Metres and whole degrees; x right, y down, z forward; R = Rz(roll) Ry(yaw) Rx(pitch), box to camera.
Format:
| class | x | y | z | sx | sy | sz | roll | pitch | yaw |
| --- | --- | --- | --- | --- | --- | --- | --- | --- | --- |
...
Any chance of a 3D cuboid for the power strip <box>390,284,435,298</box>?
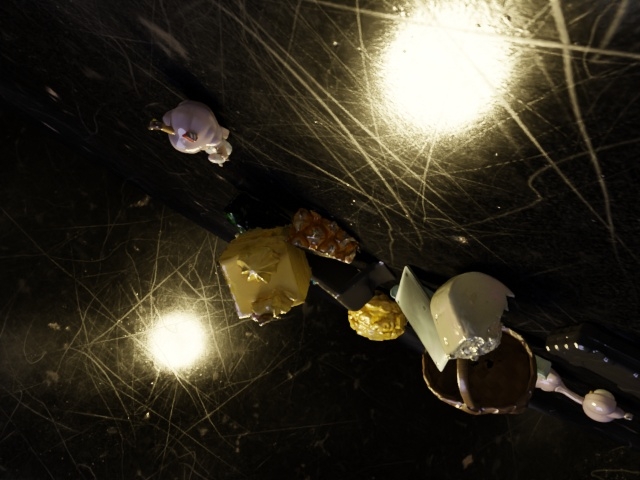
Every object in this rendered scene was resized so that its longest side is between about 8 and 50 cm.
| class | x | y | z | sx | sy | sz | roll | pitch | yaw |
| --- | --- | --- | --- | --- | --- | --- | --- | --- | --- |
| power strip | 0.338 | 0.196 | 1.581 | 0.167 | 0.054 | 0.253 | 28 | 170 | -5 |

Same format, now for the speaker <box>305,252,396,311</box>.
| class | x | y | z | sx | sy | sz | roll | pitch | yaw |
| --- | --- | --- | --- | --- | --- | --- | --- | --- | --- |
| speaker | 0.048 | 0.084 | 1.646 | 0.388 | 0.184 | 0.180 | 34 | 173 | 37 |

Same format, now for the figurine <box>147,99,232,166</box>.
| class | x | y | z | sx | sy | sz | roll | pitch | yaw |
| --- | --- | --- | --- | --- | --- | --- | --- | --- | --- |
| figurine | -0.262 | -0.235 | 1.025 | 0.137 | 0.112 | 0.229 | 34 | -176 | 18 |

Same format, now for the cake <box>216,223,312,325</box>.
| class | x | y | z | sx | sy | sz | roll | pitch | yaw |
| --- | --- | --- | --- | --- | --- | --- | --- | --- | --- |
| cake | -0.169 | 0.098 | 1.429 | 0.286 | 0.222 | 0.228 | -73 | -33 | -67 |

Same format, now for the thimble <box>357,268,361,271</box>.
| class | x | y | z | sx | sy | sz | roll | pitch | yaw |
| --- | --- | --- | --- | --- | --- | --- | --- | --- | --- |
| thimble | 0.139 | 0.169 | 1.826 | 0.115 | 0.102 | 0.090 | 28 | 172 | 46 |

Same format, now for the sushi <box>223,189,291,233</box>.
| class | x | y | z | sx | sy | sz | roll | pitch | yaw |
| --- | --- | --- | --- | --- | --- | --- | --- | --- | --- |
| sushi | -0.216 | -0.068 | 1.598 | 0.225 | 0.127 | 0.124 | 34 | 170 | -17 |

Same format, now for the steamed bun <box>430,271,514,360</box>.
| class | x | y | z | sx | sy | sz | roll | pitch | yaw |
| --- | --- | --- | --- | --- | --- | --- | --- | --- | --- |
| steamed bun | 0.369 | 0.177 | 1.107 | 0.170 | 0.200 | 0.225 | -11 | 165 | -3 |

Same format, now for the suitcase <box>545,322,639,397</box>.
| class | x | y | z | sx | sy | sz | roll | pitch | yaw |
| --- | --- | --- | --- | --- | --- | --- | --- | --- | --- |
| suitcase | 0.683 | 0.284 | 1.071 | 0.285 | 0.066 | 0.206 | 27 | 169 | 11 |

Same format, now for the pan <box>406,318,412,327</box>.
| class | x | y | z | sx | sy | sz | roll | pitch | yaw |
| --- | --- | --- | --- | --- | --- | --- | --- | --- | --- |
| pan | 0.449 | 0.334 | 1.925 | 0.211 | 0.040 | 0.115 | 14 | 146 | -16 |

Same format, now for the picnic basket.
| class | x | y | z | sx | sy | sz | roll | pitch | yaw |
| --- | --- | --- | --- | --- | --- | --- | --- | --- | --- |
| picnic basket | 0.454 | 0.353 | 1.396 | 0.336 | 0.293 | 0.337 | 11 | 155 | 5 |

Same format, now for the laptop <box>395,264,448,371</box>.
| class | x | y | z | sx | sy | sz | roll | pitch | yaw |
| --- | --- | --- | --- | --- | --- | --- | --- | --- | --- |
| laptop | 0.296 | 0.223 | 1.356 | 0.188 | 0.015 | 0.269 | 94 | 153 | -50 |

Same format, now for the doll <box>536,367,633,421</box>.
| class | x | y | z | sx | sy | sz | roll | pitch | yaw |
| --- | --- | --- | --- | --- | --- | --- | --- | --- | --- |
| doll | 0.852 | 0.511 | 1.602 | 0.364 | 0.094 | 0.160 | 21 | 157 | 28 |

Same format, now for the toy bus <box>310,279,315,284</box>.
| class | x | y | z | sx | sy | sz | roll | pitch | yaw |
| --- | --- | --- | --- | --- | --- | --- | --- | --- | --- |
| toy bus | -0.052 | 0.141 | 2.195 | 0.073 | 0.097 | 0.234 | 37 | 167 | -33 |

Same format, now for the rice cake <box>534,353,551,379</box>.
| class | x | y | z | sx | sy | sz | roll | pitch | yaw |
| --- | --- | --- | --- | --- | --- | --- | --- | --- | --- |
| rice cake | 0.622 | 0.377 | 1.638 | 0.336 | 0.066 | 0.063 | 24 | 160 | 32 |

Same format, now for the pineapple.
| class | x | y | z | sx | sy | sz | roll | pitch | yaw |
| --- | --- | --- | --- | --- | --- | --- | --- | --- | --- |
| pineapple | 0.000 | 0.000 | 1.403 | 0.236 | 0.115 | 0.186 | 31 | 169 | -26 |

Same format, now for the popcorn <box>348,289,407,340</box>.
| class | x | y | z | sx | sy | sz | roll | pitch | yaw |
| --- | --- | --- | --- | --- | --- | --- | --- | --- | --- |
| popcorn | 0.236 | 0.314 | 1.976 | 0.249 | 0.190 | 0.250 | 7 | 151 | 4 |
